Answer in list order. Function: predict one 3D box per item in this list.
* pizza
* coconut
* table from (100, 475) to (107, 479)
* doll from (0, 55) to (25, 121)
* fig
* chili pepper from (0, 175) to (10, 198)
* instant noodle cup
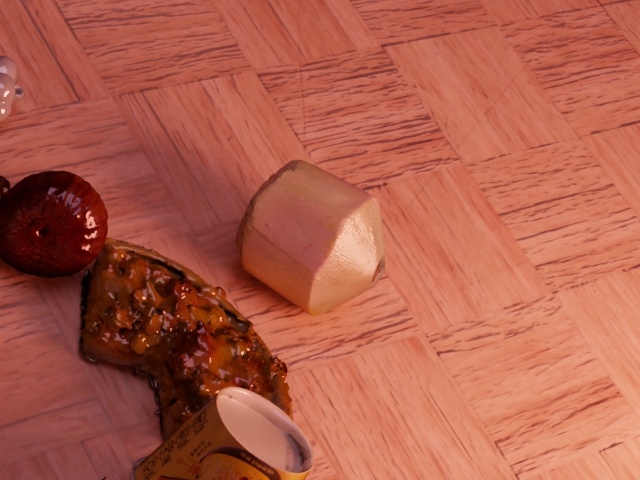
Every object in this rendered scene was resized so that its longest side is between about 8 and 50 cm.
[{"bbox_3d":[-0.133,0.109,1.741,0.161,0.085,0.305,-29,69,-39],"label":"pizza"},{"bbox_3d":[0.000,0.000,1.858,0.153,0.147,0.147,31,45,12],"label":"coconut"},{"bbox_3d":[-0.204,0.318,1.546,0.146,0.062,0.175,42,45,10],"label":"table"},{"bbox_3d":[-0.398,-0.177,1.859,0.163,0.062,0.106,14,53,-18],"label":"doll"},{"bbox_3d":[-0.268,-0.035,1.771,0.119,0.119,0.153,24,47,-7],"label":"fig"},{"bbox_3d":[-0.478,-0.035,1.676,0.388,0.110,0.110,-4,55,-33],"label":"chili pepper"},{"bbox_3d":[-0.086,0.218,1.616,0.151,0.122,0.151,31,23,-15],"label":"instant noodle cup"}]
